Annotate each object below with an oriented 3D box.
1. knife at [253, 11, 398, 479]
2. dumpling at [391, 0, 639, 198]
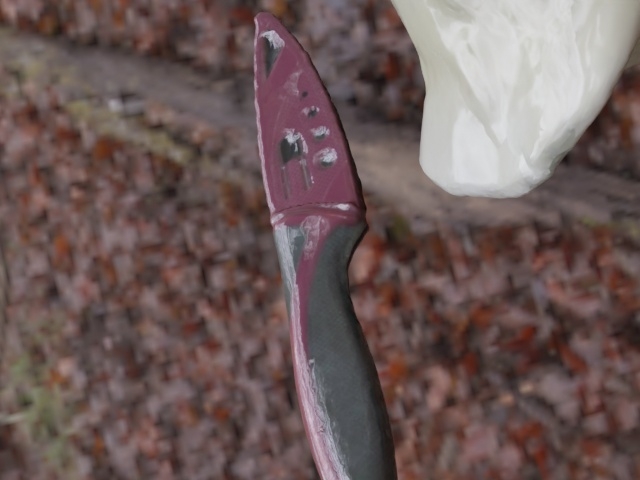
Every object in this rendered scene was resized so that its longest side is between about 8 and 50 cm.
[{"bbox_3d":[0.000,0.000,0.609,0.018,0.035,0.247,53,-160,-47],"label":"knife"},{"bbox_3d":[0.089,-0.146,0.781,0.318,0.187,0.243,130,154,-74],"label":"dumpling"}]
